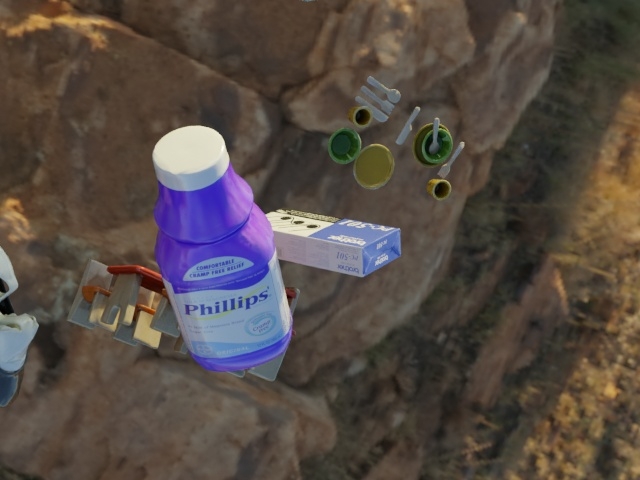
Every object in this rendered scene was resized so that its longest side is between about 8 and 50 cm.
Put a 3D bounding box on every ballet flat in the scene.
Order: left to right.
[{"bbox_3d":[-0.436,0.092,1.398,0.095,0.096,0.280,-45,122,-60],"label":"ballet flat"}]

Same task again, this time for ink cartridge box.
[{"bbox_3d":[0.000,0.000,1.494,0.097,0.207,0.046,-25,120,-49],"label":"ink cartridge box"}]

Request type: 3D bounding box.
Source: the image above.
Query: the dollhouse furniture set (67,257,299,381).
[{"bbox_3d":[-0.159,0.083,1.399,0.259,0.262,0.135,28,70,-38],"label":"dollhouse furniture set"}]

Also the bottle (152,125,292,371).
[{"bbox_3d":[-0.101,0.014,1.042,0.118,0.092,0.283,-12,137,-3],"label":"bottle"}]

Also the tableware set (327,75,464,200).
[{"bbox_3d":[0.082,-0.094,1.112,0.154,0.024,0.104,32,90,-29],"label":"tableware set"}]
